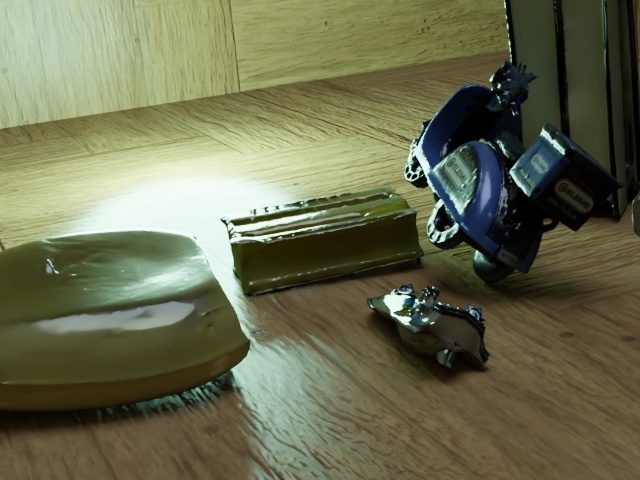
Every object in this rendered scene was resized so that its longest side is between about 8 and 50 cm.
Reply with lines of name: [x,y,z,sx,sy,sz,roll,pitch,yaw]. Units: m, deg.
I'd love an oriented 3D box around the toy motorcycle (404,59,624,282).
toy motorcycle: [0.208,-0.095,1.227,0.125,0.213,0.359,33,18,-25]

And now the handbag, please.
handbag: [0.366,-0.229,1.423,0.160,0.359,0.236,0,18,23]

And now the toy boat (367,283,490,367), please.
toy boat: [0.096,0.077,1.030,0.084,0.066,0.210,24,-3,-21]

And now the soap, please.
soap: [0.000,-0.002,1.278,0.233,0.076,0.135,-9,18,-10]

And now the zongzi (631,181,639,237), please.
zongzi: [0.361,0.090,0.483,0.499,0.218,0.467,20,18,9]

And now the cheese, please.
cheese: [-0.245,0.077,1.015,0.315,0.128,0.259,-11,20,-13]
